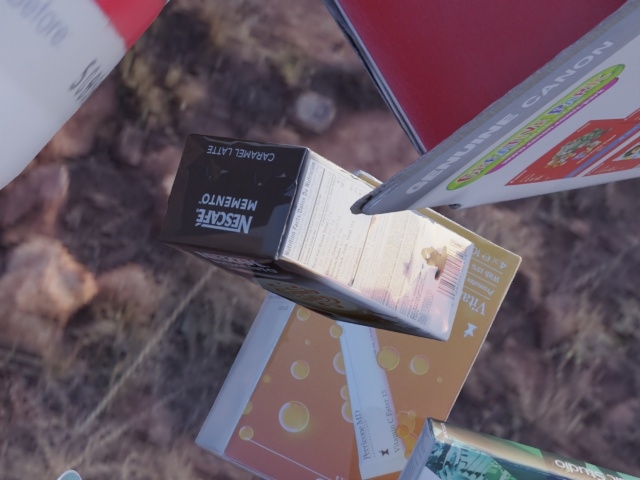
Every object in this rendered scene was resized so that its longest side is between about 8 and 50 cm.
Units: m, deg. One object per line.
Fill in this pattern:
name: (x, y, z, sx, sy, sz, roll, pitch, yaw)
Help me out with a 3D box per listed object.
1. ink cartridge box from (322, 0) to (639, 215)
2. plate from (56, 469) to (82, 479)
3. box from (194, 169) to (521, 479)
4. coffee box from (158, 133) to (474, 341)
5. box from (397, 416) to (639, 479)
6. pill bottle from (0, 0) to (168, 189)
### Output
ink cartridge box: (0.155, -0.147, 0.637, 0.272, 0.309, 0.130, -12, 68, -55)
plate: (-0.265, 0.318, 1.793, 0.024, 0.188, 0.188, 6, 50, 9)
box: (0.040, 0.125, 2.047, 0.215, 0.168, 0.345, 27, 83, -11)
coffee box: (0.000, 0.000, 1.560, 0.246, 0.141, 0.098, 27, 76, -47)
box: (0.216, 0.331, 1.925, 0.322, 0.232, 0.058, 16, 25, -15)
pill bottle: (-0.032, -0.226, 0.379, 0.229, 0.229, 0.407, 39, 86, 11)
